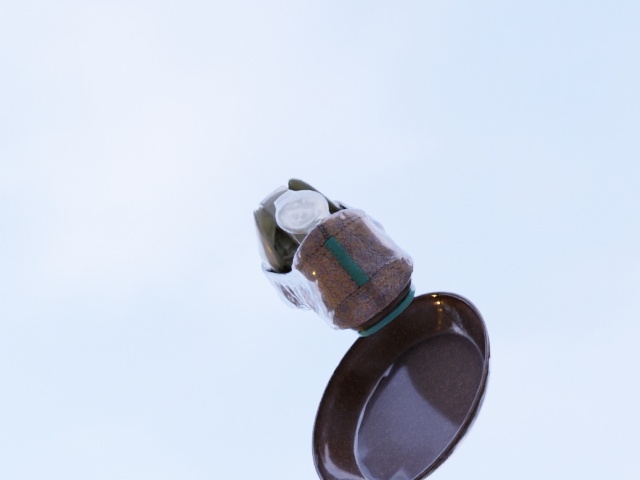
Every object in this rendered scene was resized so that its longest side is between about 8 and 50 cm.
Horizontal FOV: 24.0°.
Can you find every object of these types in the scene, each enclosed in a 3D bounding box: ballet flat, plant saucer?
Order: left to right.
[{"bbox_3d":[0.000,0.000,1.226,0.107,0.316,0.106,-44,-79,-8],"label":"ballet flat"},{"bbox_3d":[0.075,0.136,1.265,0.036,0.199,0.198,37,-73,-29],"label":"plant saucer"}]
